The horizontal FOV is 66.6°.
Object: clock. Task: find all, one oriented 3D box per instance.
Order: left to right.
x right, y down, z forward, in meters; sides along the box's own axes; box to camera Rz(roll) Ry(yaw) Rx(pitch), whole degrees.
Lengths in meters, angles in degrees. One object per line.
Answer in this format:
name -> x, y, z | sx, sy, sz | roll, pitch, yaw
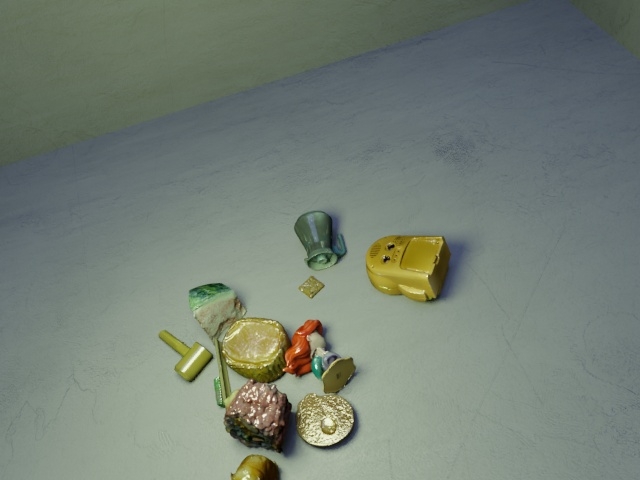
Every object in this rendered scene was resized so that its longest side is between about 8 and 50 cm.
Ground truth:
clock -> 0.329, 0.094, 1.921 | 0.317, 0.200, 0.244 | 9, 53, 31

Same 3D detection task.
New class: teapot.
teapot -> 0.000, 0.000, 2.100 | 0.203, 0.171, 0.225 | 1, 54, -23

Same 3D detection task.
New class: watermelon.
watermelon -> -0.438, 0.274, 1.976 | 0.232, 0.310, 0.193 | 47, 71, -3

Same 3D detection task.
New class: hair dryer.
hair dryer -> -0.565, 0.443, 1.951 | 0.279, 0.090, 0.135 | 23, 64, 36

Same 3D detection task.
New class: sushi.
sushi -> -0.212, 0.577, 1.628 | 0.237, 0.270, 0.171 | 16, 54, 10

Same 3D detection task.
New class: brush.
brush -> -0.382, 0.507, 1.864 | 0.048, 0.054, 0.282 | -24, 51, 7

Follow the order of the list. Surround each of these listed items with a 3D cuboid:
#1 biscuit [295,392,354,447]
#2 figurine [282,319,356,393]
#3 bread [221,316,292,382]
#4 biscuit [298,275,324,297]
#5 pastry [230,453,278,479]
biscuit -> 0.016, 0.618, 1.674 | 0.208, 0.049, 0.181 | -3, 52, 13
figurine -> -0.024, 0.418, 1.767 | 0.257, 0.181, 0.208 | 36, 97, 41
bread -> -0.236, 0.408, 1.847 | 0.253, 0.142, 0.227 | 9, 55, 17
biscuit -> -0.039, 0.194, 2.037 | 0.083, 0.018, 0.081 | -42, 54, -18
pastry -> -0.205, 0.781, 1.526 | 0.100, 0.218, 0.229 | -3, 17, 16
